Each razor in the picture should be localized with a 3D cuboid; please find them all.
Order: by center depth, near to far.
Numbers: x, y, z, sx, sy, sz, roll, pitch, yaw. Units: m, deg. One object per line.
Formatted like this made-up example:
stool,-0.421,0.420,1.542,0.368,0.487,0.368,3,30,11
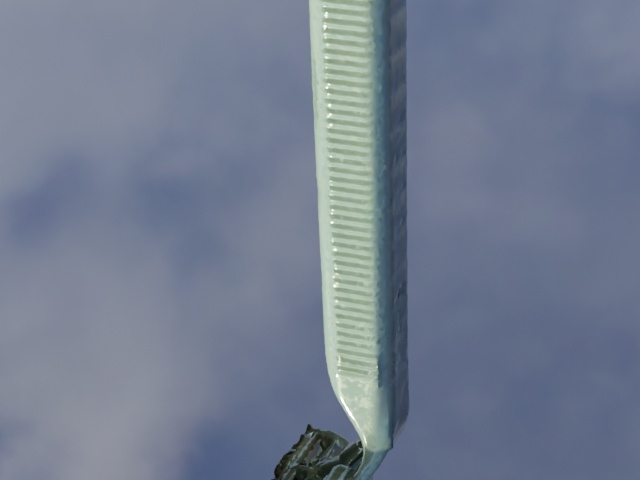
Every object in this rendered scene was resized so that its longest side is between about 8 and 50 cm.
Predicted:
razor,0.010,0.001,0.592,0.056,0.278,0.111,15,-151,17
